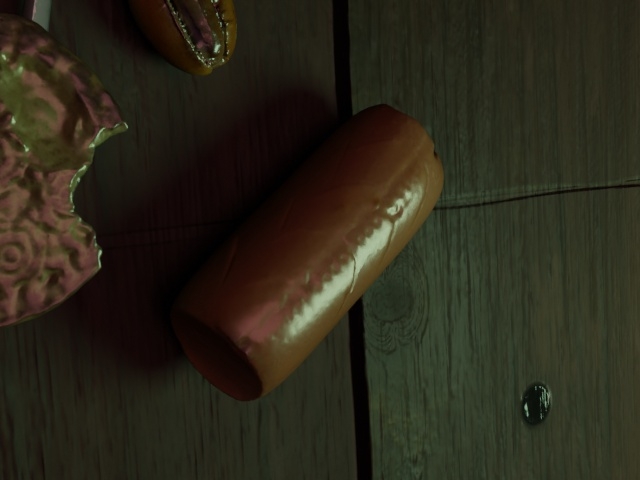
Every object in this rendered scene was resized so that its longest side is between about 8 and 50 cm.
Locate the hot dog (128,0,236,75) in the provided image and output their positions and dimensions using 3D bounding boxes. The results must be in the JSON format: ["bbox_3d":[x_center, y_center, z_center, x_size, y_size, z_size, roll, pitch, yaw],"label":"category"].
[{"bbox_3d":[-0.115,-0.205,0.776,0.090,0.060,0.140,-31,107,-36],"label":"hot dog"}]

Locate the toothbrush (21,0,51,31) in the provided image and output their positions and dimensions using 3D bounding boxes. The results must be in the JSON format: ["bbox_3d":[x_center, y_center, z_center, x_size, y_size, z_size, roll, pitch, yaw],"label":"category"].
[{"bbox_3d":[-0.216,-0.206,0.719,0.025,0.030,0.342,6,89,-36],"label":"toothbrush"}]

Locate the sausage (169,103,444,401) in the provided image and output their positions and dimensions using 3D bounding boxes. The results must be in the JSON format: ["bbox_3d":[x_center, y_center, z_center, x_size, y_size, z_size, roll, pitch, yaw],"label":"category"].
[{"bbox_3d":[0.001,-0.001,0.836,0.304,0.121,0.121,-47,118,-27],"label":"sausage"}]

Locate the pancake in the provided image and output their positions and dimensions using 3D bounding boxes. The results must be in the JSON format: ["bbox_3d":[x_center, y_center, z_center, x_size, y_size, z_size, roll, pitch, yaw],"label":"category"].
[{"bbox_3d":[-0.248,-0.050,0.681,0.212,0.029,0.235,18,86,-22],"label":"pancake"}]
